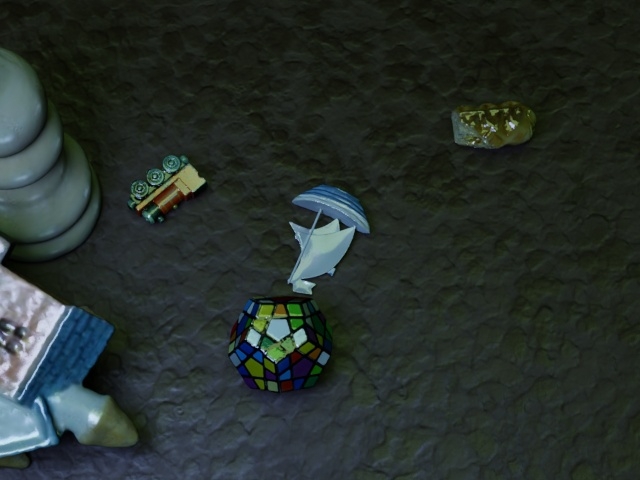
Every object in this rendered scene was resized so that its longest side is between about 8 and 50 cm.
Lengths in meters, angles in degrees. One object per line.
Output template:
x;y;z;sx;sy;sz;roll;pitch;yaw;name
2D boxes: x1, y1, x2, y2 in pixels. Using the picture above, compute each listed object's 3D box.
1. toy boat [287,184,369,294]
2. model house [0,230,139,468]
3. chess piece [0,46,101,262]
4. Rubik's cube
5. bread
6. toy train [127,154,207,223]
0.011;-0.004;1.667;0.105;0.034;0.149;0;67;3;toy boat
-0.359;0.157;1.528;0.325;0.194;0.267;31;85;-7;model house
-0.380;-0.115;1.561;0.182;0.330;0.182;0;67;0;chess piece
-0.049;0.126;1.575;0.112;0.133;0.133;25;68;-18;Rubik's cube
0.234;-0.154;1.713;0.110;0.060;0.066;-5;38;-2;bread
-0.206;-0.066;1.695;0.103;0.044;0.064;-40;83;-14;toy train
